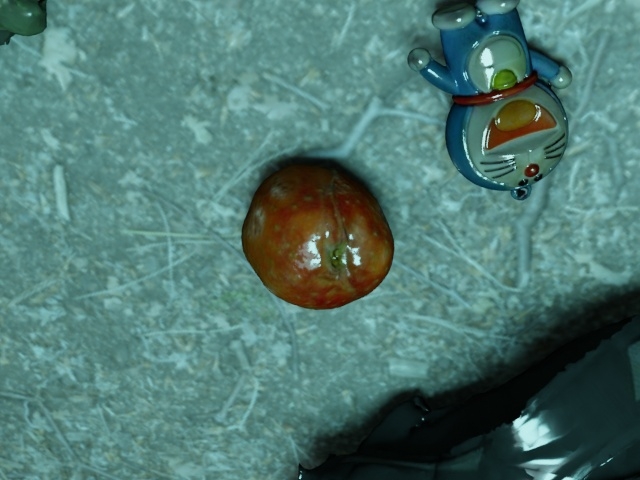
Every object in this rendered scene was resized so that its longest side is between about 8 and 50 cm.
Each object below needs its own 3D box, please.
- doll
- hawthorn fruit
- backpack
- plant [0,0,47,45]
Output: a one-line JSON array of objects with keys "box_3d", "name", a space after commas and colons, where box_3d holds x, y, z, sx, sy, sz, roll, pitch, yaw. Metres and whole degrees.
[{"box_3d": [0.128, -0.099, 0.701, 0.114, 0.085, 0.152, -17, 108, -2], "name": "doll"}, {"box_3d": [0.000, 0.000, 0.764, 0.128, 0.128, 0.128, 4, 122, 7], "name": "hawthorn fruit"}, {"box_3d": [0.168, 0.249, 0.777, 0.445, 0.363, 0.254, -41, 132, 16], "name": "backpack"}, {"box_3d": [-0.297, -0.163, 0.648, 0.312, 0.215, 0.213, -6, 131, 6], "name": "plant"}]
